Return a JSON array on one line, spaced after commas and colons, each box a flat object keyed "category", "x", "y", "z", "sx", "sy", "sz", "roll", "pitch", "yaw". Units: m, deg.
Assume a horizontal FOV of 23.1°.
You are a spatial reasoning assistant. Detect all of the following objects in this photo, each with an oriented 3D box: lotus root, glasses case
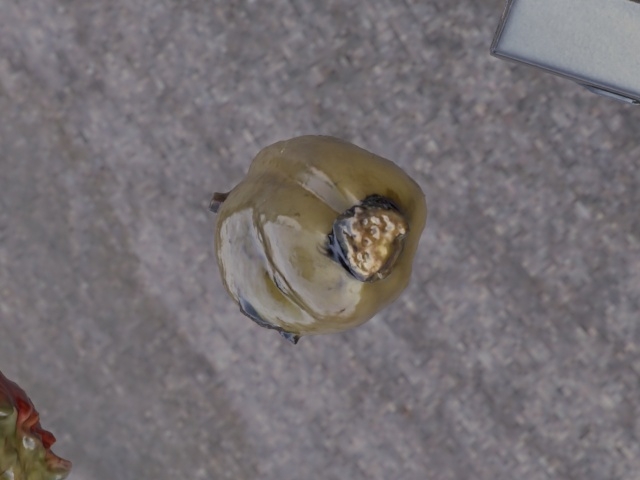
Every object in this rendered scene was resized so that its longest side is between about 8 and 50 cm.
[{"category": "lotus root", "x": 0.000, "y": 0.000, "z": 1.167, "sx": 0.140, "sy": 0.154, "sz": 0.257, "roll": 30, "pitch": 175, "yaw": -19}, {"category": "glasses case", "x": 0.221, "y": -0.137, "z": 1.124, "sx": 0.190, "sy": 0.072, "sz": 0.042, "roll": 17, "pitch": 173, "yaw": -2}]

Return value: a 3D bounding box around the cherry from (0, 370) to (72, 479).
[{"category": "cherry", "x": -0.303, "y": 0.164, "z": 1.070, "sx": 0.250, "sy": 0.192, "sz": 0.175, "roll": -21, "pitch": 99, "yaw": 28}]
